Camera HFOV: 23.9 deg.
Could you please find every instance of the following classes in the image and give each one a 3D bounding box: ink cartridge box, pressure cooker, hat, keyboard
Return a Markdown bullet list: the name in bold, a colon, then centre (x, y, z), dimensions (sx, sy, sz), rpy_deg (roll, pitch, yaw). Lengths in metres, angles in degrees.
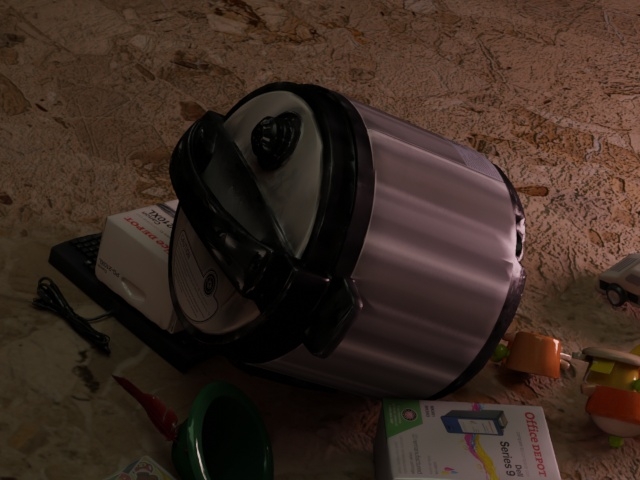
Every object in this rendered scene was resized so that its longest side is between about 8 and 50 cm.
- **ink cartridge box**: centre (0.180, 0.281, 1.885), dimensions (0.213, 0.093, 0.154), rpy_deg (5, 35, -6)
- **ink cartridge box**: centre (-0.172, 0.024, 2.143), dimensions (0.172, 0.100, 0.237), rpy_deg (34, 33, 32)
- **pressure cooker**: centre (0.003, -0.006, 1.918), dimensions (0.420, 0.375, 0.370), rpy_deg (19, -17, -35)
- **hat**: centre (-0.176, 0.272, 1.871), dimensions (0.184, 0.173, 0.208), rpy_deg (-18, 27, 26)
- **keyboard**: centre (-0.276, 0.087, 2.127), dimensions (0.202, 0.033, 0.317), rpy_deg (-25, 46, -37)

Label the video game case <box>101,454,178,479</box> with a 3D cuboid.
- **video game case**: centre (-0.207, 0.360, 1.757), dimensions (0.227, 0.026, 0.206), rpy_deg (33, 42, 32)

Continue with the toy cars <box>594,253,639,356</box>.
- **toy cars**: centre (0.501, 0.110, 2.148), dimensions (0.177, 0.087, 0.393), rpy_deg (-7, 31, 3)

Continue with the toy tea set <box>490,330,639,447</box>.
- **toy tea set**: centre (0.299, 0.192, 2.021), dimensions (0.336, 0.124, 0.200), rpy_deg (10, -4, 35)
